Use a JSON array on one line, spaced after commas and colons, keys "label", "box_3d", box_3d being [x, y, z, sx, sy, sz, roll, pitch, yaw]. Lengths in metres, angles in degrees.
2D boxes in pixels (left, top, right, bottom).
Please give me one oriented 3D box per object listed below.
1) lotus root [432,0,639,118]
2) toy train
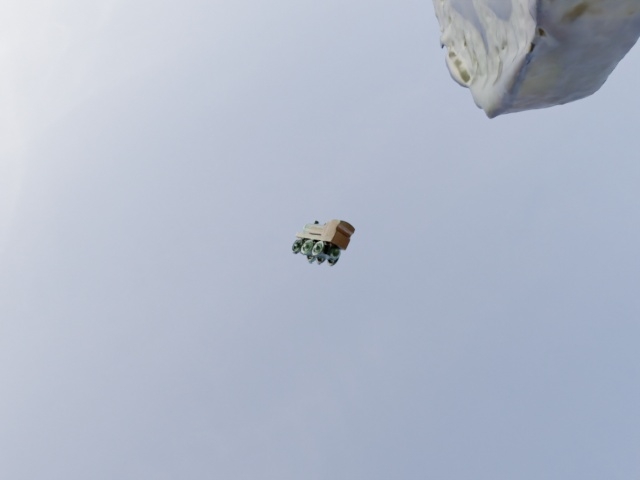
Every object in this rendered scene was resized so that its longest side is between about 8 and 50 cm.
[{"label": "lotus root", "box_3d": [0.157, -0.307, 0.493, 0.110, 0.375, 0.391, -13, -86, -3]}, {"label": "toy train", "box_3d": [0.000, 0.000, 0.822, 0.044, 0.103, 0.064, 31, -104, -33]}]
